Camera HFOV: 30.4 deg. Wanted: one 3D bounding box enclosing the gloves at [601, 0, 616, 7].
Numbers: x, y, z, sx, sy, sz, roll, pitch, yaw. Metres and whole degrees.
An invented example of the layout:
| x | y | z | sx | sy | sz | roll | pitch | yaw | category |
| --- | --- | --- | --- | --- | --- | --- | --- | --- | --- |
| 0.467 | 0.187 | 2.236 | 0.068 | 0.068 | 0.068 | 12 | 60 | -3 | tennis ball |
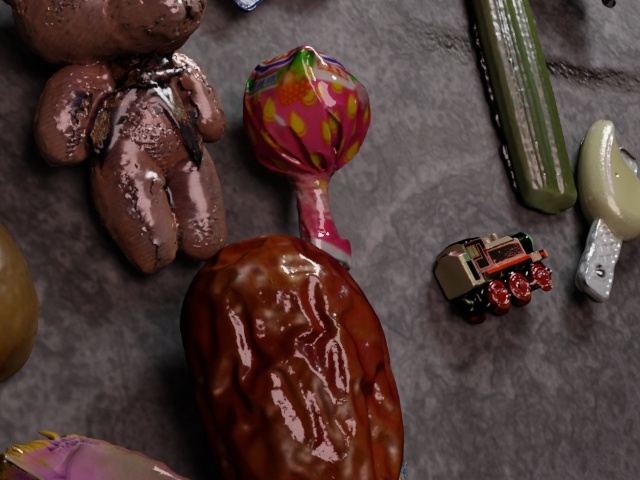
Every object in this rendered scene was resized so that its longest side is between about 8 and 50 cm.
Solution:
| x | y | z | sx | sy | sz | roll | pitch | yaw | category |
| --- | --- | --- | --- | --- | --- | --- | --- | --- | --- |
| 0.332 | -0.395 | 1.493 | 0.212 | 0.111 | 0.127 | 46 | 16 | 21 | gloves |

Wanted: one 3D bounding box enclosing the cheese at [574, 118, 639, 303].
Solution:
| x | y | z | sx | sy | sz | roll | pitch | yaw | category |
| --- | --- | --- | --- | --- | --- | --- | --- | --- | --- |
| 0.335 | -0.026 | 1.370 | 0.127 | 0.050 | 0.235 | 41 | 49 | -17 | cheese |

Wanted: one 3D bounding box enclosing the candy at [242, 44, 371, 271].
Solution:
| x | y | z | sx | sy | sz | roll | pitch | yaw | category |
| --- | --- | --- | --- | --- | --- | --- | --- | --- | --- |
| 0.000 | 0.000 | 1.095 | 0.124 | 0.124 | 0.365 | -1 | 79 | -37 | candy |

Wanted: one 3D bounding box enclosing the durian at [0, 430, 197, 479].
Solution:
| x | y | z | sx | sy | sz | roll | pitch | yaw | category |
| --- | --- | --- | --- | --- | --- | --- | --- | --- | --- |
| -0.134 | 0.228 | 0.865 | 0.260 | 0.154 | 0.186 | 45 | 29 | -8 | durian |

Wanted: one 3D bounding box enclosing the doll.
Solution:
| x | y | z | sx | sy | sz | roll | pitch | yaw | category |
| --- | --- | --- | --- | --- | --- | --- | --- | --- | --- |
| -0.144 | -0.129 | 1.005 | 0.201 | 0.156 | 0.303 | -18 | 85 | -46 | doll |

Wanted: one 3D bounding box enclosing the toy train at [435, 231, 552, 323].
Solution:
| x | y | z | sx | sy | sz | roll | pitch | yaw | category |
| --- | --- | --- | --- | --- | --- | --- | --- | --- | --- |
| 0.186 | 0.033 | 1.236 | 0.138 | 0.050 | 0.087 | -17 | 77 | -40 | toy train |

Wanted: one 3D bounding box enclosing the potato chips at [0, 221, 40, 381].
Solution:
| x | y | z | sx | sy | sz | roll | pitch | yaw | category |
| --- | --- | --- | --- | --- | --- | --- | --- | --- | --- |
| -0.293 | 0.022 | 0.891 | 0.150 | 0.049 | 0.201 | -32 | 96 | -36 | potato chips |

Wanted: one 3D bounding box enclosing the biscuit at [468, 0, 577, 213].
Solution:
| x | y | z | sx | sy | sz | roll | pitch | yaw | category |
| --- | --- | --- | --- | --- | --- | --- | --- | --- | --- |
| 0.236 | -0.185 | 1.382 | 0.099 | 0.038 | 0.322 | 4 | 67 | -38 | biscuit |

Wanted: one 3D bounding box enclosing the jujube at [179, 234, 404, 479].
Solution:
| x | y | z | sx | sy | sz | roll | pitch | yaw | category |
| --- | --- | --- | --- | --- | --- | --- | --- | --- | --- |
| -0.021 | 0.118 | 0.965 | 0.174 | 0.174 | 0.250 | -8 | 74 | -38 | jujube |

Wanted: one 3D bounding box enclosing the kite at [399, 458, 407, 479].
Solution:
| x | y | z | sx | sy | sz | roll | pitch | yaw | category |
| --- | --- | --- | --- | --- | --- | --- | --- | --- | --- |
| 0.064 | 0.170 | 1.064 | 0.156 | 0.011 | 0.139 | -96 | 172 | -59 | kite |

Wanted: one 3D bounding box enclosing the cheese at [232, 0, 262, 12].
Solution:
| x | y | z | sx | sy | sz | roll | pitch | yaw | category |
| --- | --- | --- | --- | --- | --- | --- | --- | --- | --- |
| -0.033 | -0.321 | 1.230 | 0.155 | 0.062 | 0.244 | 50 | 50 | -9 | cheese |
